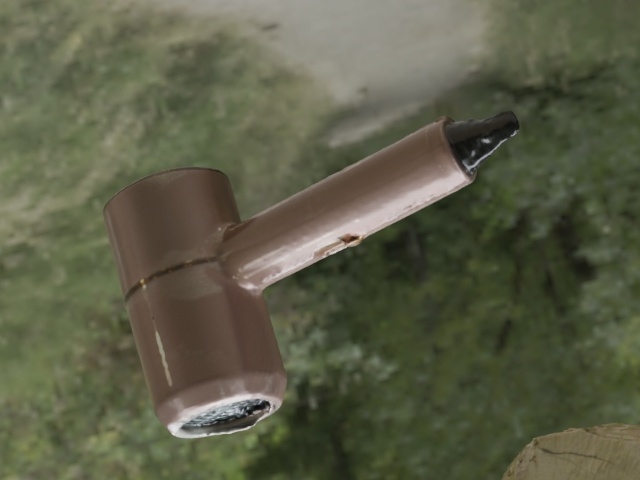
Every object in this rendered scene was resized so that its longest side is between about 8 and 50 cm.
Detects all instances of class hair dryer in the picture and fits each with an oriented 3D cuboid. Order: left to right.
[{"bbox_3d":[0.000,0.000,1.305,0.344,0.189,0.106,-28,157,28],"label":"hair dryer"}]

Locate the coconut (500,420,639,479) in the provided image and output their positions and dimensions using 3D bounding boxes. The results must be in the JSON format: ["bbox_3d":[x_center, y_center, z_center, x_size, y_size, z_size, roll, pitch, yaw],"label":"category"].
[{"bbox_3d":[0.246,0.291,1.441,0.297,0.297,0.254,-14,163,12],"label":"coconut"}]
